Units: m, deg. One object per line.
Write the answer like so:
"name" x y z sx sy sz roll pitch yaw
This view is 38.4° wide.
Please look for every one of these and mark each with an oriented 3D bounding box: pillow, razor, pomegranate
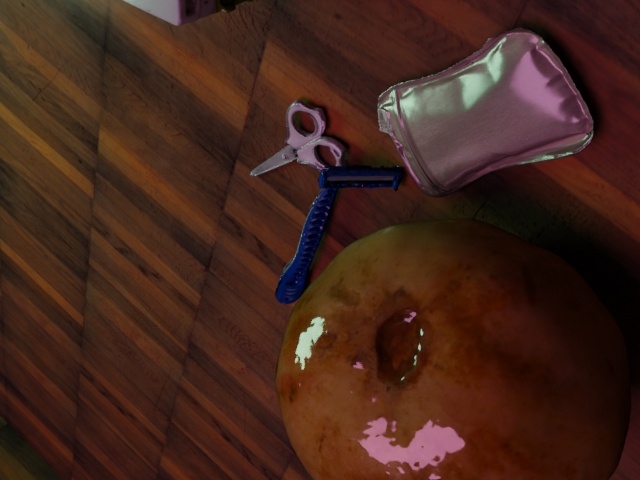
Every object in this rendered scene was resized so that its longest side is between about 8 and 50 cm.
"pillow" 0.149 -0.117 0.885 0.233 0.038 0.130 -20 102 51
"razor" -0.002 -0.011 1.127 0.324 0.093 0.056 121 143 -56
"pomegranate" 0.133 0.139 0.915 0.338 0.338 0.338 27 137 29

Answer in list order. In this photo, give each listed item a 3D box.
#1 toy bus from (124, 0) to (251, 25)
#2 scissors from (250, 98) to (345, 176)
"toy bus" -0.123 -0.364 0.876 0.113 0.139 0.301 28 136 24
"scissors" -0.038 -0.105 1.111 0.100 0.015 0.189 55 144 -10
